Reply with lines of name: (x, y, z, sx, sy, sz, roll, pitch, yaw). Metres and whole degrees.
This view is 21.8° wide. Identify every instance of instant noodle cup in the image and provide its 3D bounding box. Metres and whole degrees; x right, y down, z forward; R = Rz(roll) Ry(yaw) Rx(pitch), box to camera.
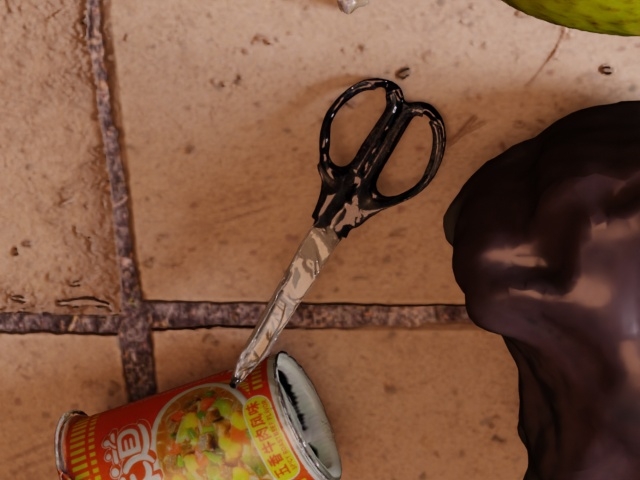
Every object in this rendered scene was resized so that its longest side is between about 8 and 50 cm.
instant noodle cup: (-0.103, 0.199, 1.507, 0.212, 0.193, 0.193, -25, 101, 11)

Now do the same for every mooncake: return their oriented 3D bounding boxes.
mooncake: (0.285, 0.081, 1.345, 0.350, 0.212, 0.381, -23, 108, 17)

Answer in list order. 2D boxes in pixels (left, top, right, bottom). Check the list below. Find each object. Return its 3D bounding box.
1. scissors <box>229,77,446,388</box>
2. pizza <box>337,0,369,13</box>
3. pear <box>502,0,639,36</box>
scissors: (0.000, 0.000, 1.442, 0.109, 0.022, 0.300, 32, 91, 0)
pizza: (0.020, -0.282, 1.381, 0.185, 0.052, 0.195, 4, 109, 15)
pear: (0.231, -0.314, 1.154, 0.391, 0.391, 0.391, 4, 109, 12)
